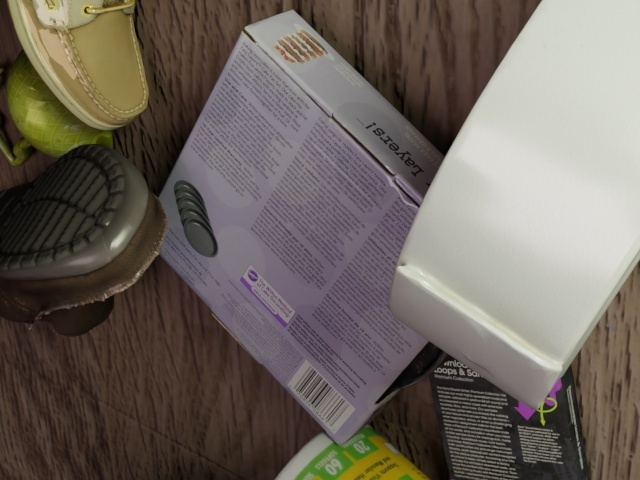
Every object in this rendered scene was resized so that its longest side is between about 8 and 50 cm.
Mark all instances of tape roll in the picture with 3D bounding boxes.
[{"bbox_3d":[0.155,-0.048,0.632,0.100,0.286,0.286,34,128,13],"label":"tape roll"}]

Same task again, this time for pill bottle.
[{"bbox_3d":[0.074,0.271,0.924,0.245,0.136,0.136,39,131,27],"label":"pill bottle"}]

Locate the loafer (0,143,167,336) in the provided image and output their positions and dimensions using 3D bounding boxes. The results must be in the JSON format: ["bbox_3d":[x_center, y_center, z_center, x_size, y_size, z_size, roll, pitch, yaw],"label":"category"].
[{"bbox_3d":[-0.219,0.011,1.003,0.130,0.134,0.366,41,158,-24],"label":"loafer"}]

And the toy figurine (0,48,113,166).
[{"bbox_3d":[-0.343,-0.191,0.931,0.191,0.217,0.363,-8,109,36],"label":"toy figurine"}]

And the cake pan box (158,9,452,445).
[{"bbox_3d":[0.000,0.000,0.882,0.267,0.070,0.246,45,136,13],"label":"cake pan box"}]

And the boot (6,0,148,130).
[{"bbox_3d":[-0.144,-0.221,0.867,0.203,0.095,0.262,-8,106,35],"label":"boot"}]

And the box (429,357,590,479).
[{"bbox_3d":[0.149,0.145,0.907,0.116,0.029,0.162,2,117,34],"label":"box"}]
